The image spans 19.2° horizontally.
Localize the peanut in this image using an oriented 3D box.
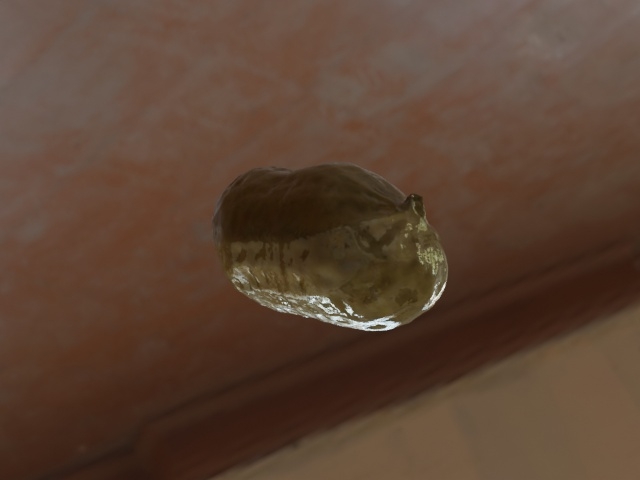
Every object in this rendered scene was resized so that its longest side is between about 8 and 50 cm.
[{"bbox_3d":[0.000,0.000,1.498,0.129,0.224,0.129,-15,109,-50],"label":"peanut"}]
